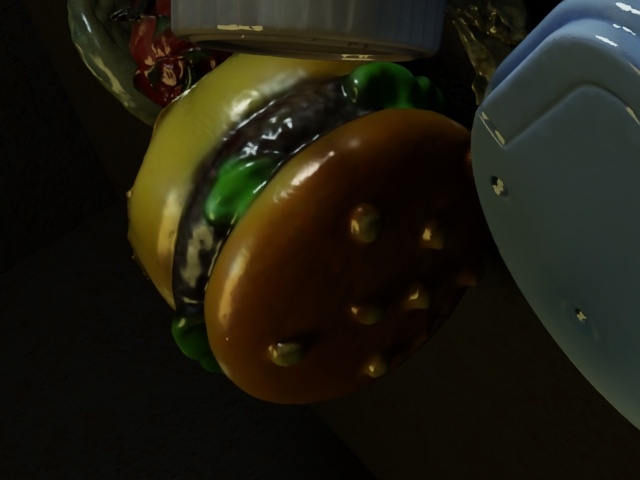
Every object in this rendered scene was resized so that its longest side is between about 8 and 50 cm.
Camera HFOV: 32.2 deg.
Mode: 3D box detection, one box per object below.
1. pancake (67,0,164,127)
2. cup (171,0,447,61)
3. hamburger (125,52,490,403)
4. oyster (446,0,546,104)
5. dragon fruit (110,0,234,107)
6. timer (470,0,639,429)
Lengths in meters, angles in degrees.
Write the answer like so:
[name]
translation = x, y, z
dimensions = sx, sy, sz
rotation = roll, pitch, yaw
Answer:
[pancake]
translation = -0.230, -0.284, 1.594
dimensions = 0.049, 0.294, 0.294
rotation = -31, 94, 42
[cup]
translation = -0.025, -0.276, 0.819
dimensions = 0.288, 0.208, 0.273
rotation = 8, 97, 41
[hamburger]
translation = 0.000, 0.000, 1.218
dimensions = 0.277, 0.395, 0.396
rotation = 44, 160, 36
[oyster]
translation = 0.145, -0.189, 0.914
dimensions = 0.233, 0.107, 0.161
rotation = 52, -161, -8
[dragon fruit]
translation = -0.160, -0.273, 1.480
dimensions = 0.193, 0.192, 0.274
rotation = 43, -149, -44
[timer]
translation = 0.274, -0.005, 0.772
dimensions = 0.395, 0.173, 0.395
rotation = 48, 163, 20
